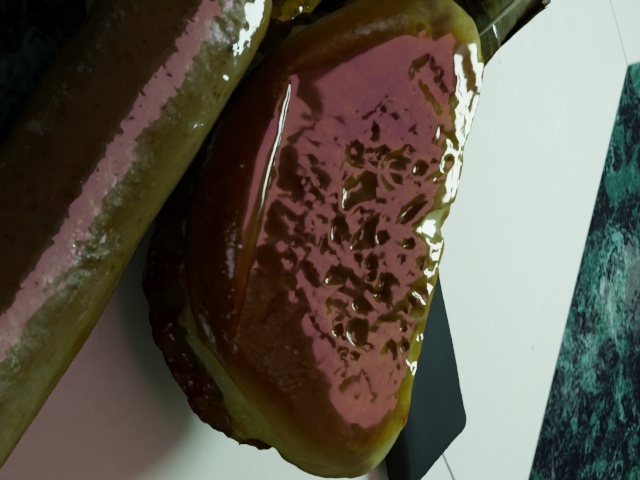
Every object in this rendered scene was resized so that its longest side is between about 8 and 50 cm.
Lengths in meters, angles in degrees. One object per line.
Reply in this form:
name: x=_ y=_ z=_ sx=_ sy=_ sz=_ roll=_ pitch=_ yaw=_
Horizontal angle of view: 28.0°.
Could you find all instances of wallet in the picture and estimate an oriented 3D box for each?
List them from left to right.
wallet: x=0.099 y=0.130 z=1.362 sx=0.149 sy=0.044 sz=0.250 roll=-36 pitch=120 yaw=-51

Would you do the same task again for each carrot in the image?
carrot: x=-0.013 y=-0.230 z=1.188 sx=0.170 sy=0.042 sz=0.042 roll=-52 pitch=131 yaw=-40

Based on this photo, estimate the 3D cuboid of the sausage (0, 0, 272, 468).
sausage: x=-0.184 y=-0.007 z=0.883 sx=0.123 sy=0.136 sz=0.500 roll=36 pitch=74 yaw=-20

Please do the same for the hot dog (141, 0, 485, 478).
hot dog: x=-0.021 y=-0.018 z=1.039 sx=0.223 sy=0.185 sz=0.405 roll=12 pitch=89 yaw=-25

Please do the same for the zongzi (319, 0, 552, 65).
zongzi: x=0.149 y=-0.181 z=1.269 sx=0.111 sy=0.248 sz=0.241 roll=-103 pitch=168 yaw=-46

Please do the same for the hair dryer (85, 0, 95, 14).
hair dryer: x=-0.112 y=-0.218 z=1.053 sx=0.237 sy=0.075 sz=0.206 roll=-19 pitch=114 yaw=-59
